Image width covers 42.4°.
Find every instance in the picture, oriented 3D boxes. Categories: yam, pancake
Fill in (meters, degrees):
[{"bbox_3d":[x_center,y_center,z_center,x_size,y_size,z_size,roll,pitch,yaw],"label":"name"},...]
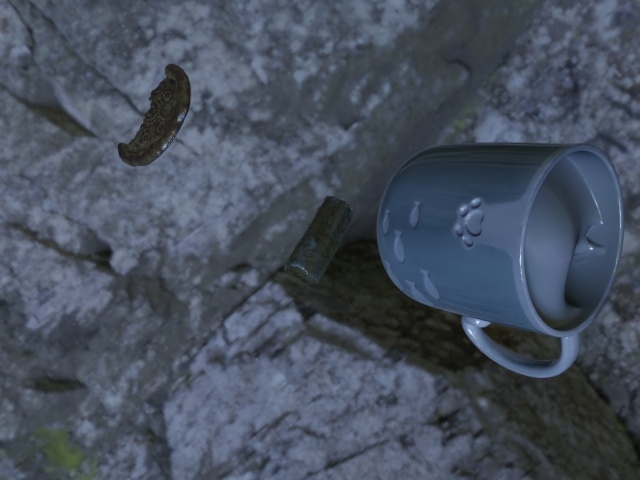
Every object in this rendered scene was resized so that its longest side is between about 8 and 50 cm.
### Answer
[{"bbox_3d":[0.000,0.000,1.132,0.132,0.054,0.054,-61,180,-29],"label":"yam"},{"bbox_3d":[-0.287,-0.218,1.430,0.184,0.191,0.020,-7,156,43],"label":"pancake"}]

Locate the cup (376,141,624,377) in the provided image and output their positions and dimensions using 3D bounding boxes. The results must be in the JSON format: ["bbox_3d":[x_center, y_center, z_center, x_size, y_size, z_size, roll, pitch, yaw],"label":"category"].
[{"bbox_3d":[0.254,0.031,1.190,0.259,0.357,0.274,-30,-153,-36],"label":"cup"}]
